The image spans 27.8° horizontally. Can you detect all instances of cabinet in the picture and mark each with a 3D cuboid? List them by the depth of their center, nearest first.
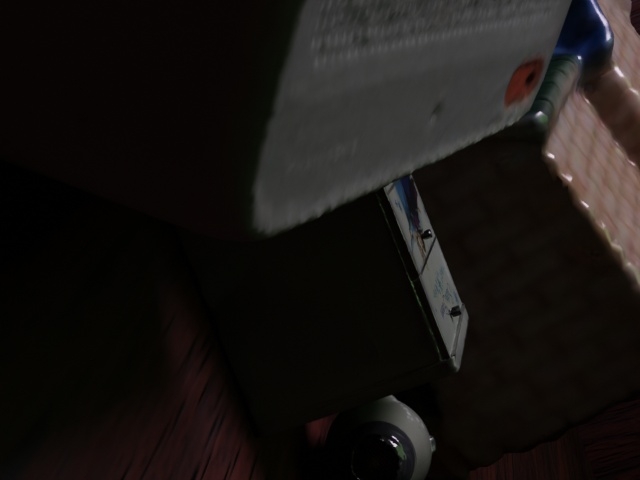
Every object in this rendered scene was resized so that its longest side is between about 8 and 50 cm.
[{"bbox_3d":[0.000,0.000,0.908,0.145,0.150,0.206,-51,120,-75],"label":"cabinet"}]

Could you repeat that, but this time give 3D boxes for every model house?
[{"bbox_3d":[0.144,-0.064,1.261,0.400,0.395,0.445,56,28,-12],"label":"model house"}]

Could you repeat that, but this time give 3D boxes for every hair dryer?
[{"bbox_3d":[0.056,0.212,1.042,0.219,0.088,0.224,-82,164,-72],"label":"hair dryer"}]

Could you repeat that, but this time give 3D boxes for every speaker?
[{"bbox_3d":[-0.010,-0.131,0.642,0.406,0.184,0.183,-26,136,-60],"label":"speaker"}]
